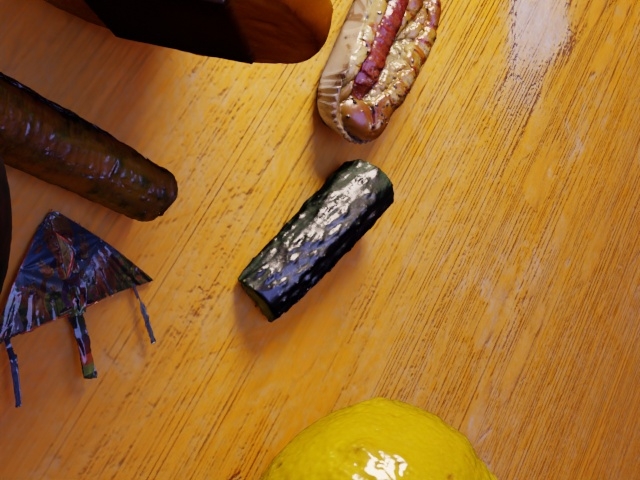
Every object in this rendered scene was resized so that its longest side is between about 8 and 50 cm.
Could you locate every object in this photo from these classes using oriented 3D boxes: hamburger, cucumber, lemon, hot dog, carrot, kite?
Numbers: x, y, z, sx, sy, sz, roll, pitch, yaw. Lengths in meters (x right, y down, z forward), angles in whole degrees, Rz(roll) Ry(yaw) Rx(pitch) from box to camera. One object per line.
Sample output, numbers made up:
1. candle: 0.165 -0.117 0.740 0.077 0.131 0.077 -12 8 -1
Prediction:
1. hamburger: -0.104 -0.277 0.760 0.291 0.291 0.225 19 85 -47
2. cucumber: 0.003 0.001 1.052 0.211 0.062 0.078 -50 128 -32
3. lemon: 0.057 0.296 1.012 0.320 0.245 0.245 -28 114 -49
4. hot dog: 0.069 -0.223 1.097 0.131 0.069 0.253 41 66 -43
5. carrot: -0.226 -0.079 0.793 0.260 0.070 0.070 29 73 -46
6. kite: -0.222 0.050 0.852 0.183 0.010 0.160 -24 108 -47

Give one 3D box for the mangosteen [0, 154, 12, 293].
1. mangosteen: -0.313 -0.034 0.534 0.297 0.297 0.313 33 79 -44
